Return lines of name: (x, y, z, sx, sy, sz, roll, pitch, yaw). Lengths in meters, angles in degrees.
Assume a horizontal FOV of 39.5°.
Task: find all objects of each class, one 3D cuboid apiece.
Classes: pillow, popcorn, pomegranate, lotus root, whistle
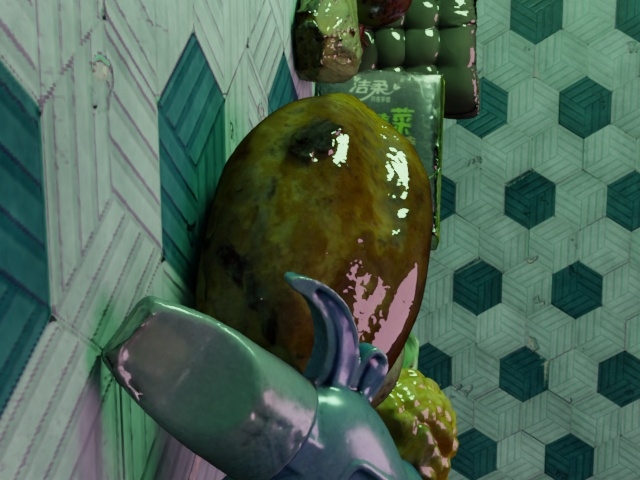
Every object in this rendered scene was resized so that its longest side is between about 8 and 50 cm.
pillow: (0.141, -0.350, 1.372, 0.101, 0.228, 0.326, 24, 66, -86)
popcorn: (0.062, 0.248, 1.082, 0.169, 0.189, 0.218, -117, -137, -67)
pomegranate: (0.066, -0.343, 1.260, 0.129, 0.130, 0.159, -45, 144, -77)
lotus root: (-0.009, -0.003, 0.720, 0.193, 0.193, 0.290, 79, 23, -52)
whistle: (-0.022, 0.125, 0.560, 0.180, 0.269, 0.093, -51, -154, -8)
lotus root: (0.012, -0.251, 1.083, 0.144, 0.070, 0.143, -69, 158, -63)

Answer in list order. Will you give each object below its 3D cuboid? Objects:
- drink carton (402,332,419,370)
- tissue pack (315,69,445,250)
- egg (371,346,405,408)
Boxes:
drink carton: (0.052, 0.109, 1.192, 0.146, 0.144, 0.142, -74, 157, -58)
tissue pack: (0.075, -0.110, 1.181, 0.073, 0.174, 0.235, 85, 8, -70)
egg: (0.023, 0.107, 0.983, 0.141, 0.141, 0.181, 80, 6, -50)
